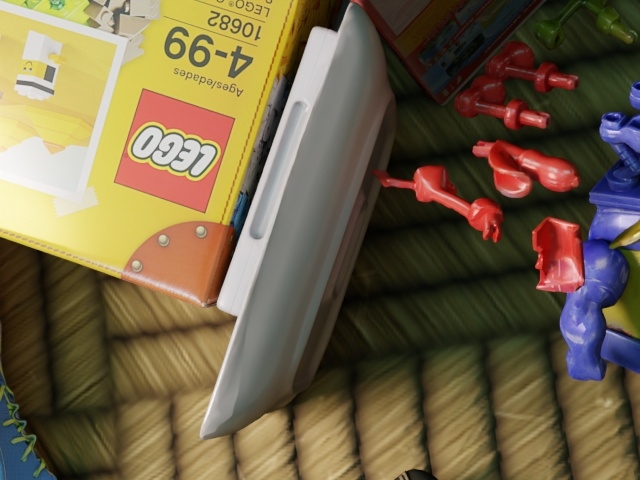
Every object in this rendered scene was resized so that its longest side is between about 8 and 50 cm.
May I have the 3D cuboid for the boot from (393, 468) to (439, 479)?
[{"bbox_3d":[0.154,0.211,1.005,0.137,0.077,0.198,-39,86,2],"label":"boot"}]

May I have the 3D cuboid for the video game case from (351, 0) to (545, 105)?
[{"bbox_3d":[0.116,-0.204,0.968,0.204,0.285,0.025,-46,71,4],"label":"video game case"}]

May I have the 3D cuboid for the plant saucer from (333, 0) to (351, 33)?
[{"bbox_3d":[0.000,-0.184,1.137,0.119,0.021,0.119,-3,80,17],"label":"plant saucer"}]

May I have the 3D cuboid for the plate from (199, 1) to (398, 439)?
[{"bbox_3d":[0.000,0.000,0.973,0.045,0.278,0.277,19,88,5],"label":"plate"}]

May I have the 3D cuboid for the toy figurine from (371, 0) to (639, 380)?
[{"bbox_3d":[0.210,-0.021,0.997,0.191,0.217,0.362,15,41,32],"label":"toy figurine"}]

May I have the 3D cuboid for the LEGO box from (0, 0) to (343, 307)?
[{"bbox_3d":[-0.239,-0.209,1.054,0.500,0.193,0.372,18,95,8],"label":"LEGO box"}]

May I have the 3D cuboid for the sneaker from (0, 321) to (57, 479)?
[{"bbox_3d":[-0.250,0.172,1.129,0.126,0.091,0.240,10,73,-11],"label":"sneaker"}]

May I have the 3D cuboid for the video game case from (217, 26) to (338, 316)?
[{"bbox_3d":[-0.020,-0.036,1.018,0.023,0.212,0.193,19,86,5],"label":"video game case"}]
